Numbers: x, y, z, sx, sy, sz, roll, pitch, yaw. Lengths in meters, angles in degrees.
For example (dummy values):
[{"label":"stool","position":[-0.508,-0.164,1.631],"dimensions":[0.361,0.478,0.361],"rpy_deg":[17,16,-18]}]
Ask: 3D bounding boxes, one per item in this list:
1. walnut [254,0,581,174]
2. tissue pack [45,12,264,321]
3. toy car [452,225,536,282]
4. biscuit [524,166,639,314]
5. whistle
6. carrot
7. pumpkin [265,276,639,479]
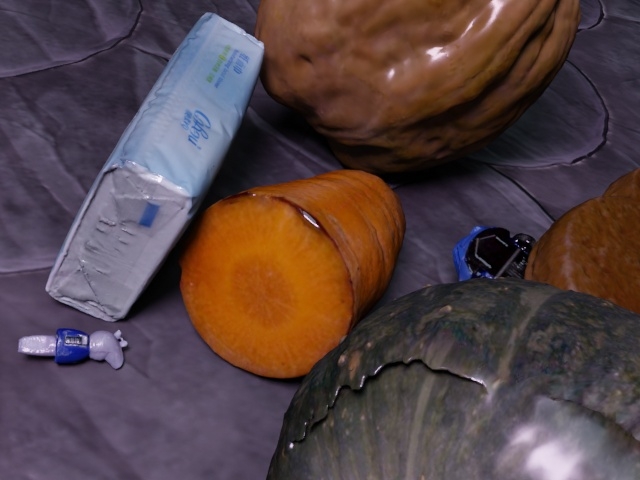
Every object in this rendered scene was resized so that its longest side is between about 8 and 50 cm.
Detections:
[{"label":"walnut","position":[0.109,-0.238,0.768],"dimensions":[0.306,0.344,0.306],"rpy_deg":[38,31,-28]},{"label":"tissue pack","position":[-0.142,-0.073,0.656],"dimensions":[0.089,0.177,0.263],"rpy_deg":[28,39,-15]},{"label":"toy car","position":[0.214,0.072,0.676],"dimensions":[0.216,0.063,0.103],"rpy_deg":[39,47,14]},{"label":"biscuit","position":[0.337,0.084,0.636],"dimensions":[0.394,0.070,0.351],"rpy_deg":[11,51,-25]},{"label":"whistle","position":[-0.198,0.087,0.576],"dimensions":[0.083,0.029,0.033],"rpy_deg":[4,58,-22]},{"label":"carrot","position":[0.000,0.000,0.649],"dimensions":[0.159,0.159,0.225],"rpy_deg":[29,33,15]},{"label":"pumpkin","position":[0.117,0.178,0.386],"dimensions":[0.257,0.292,0.327],"rpy_deg":[8,22,-48]}]
